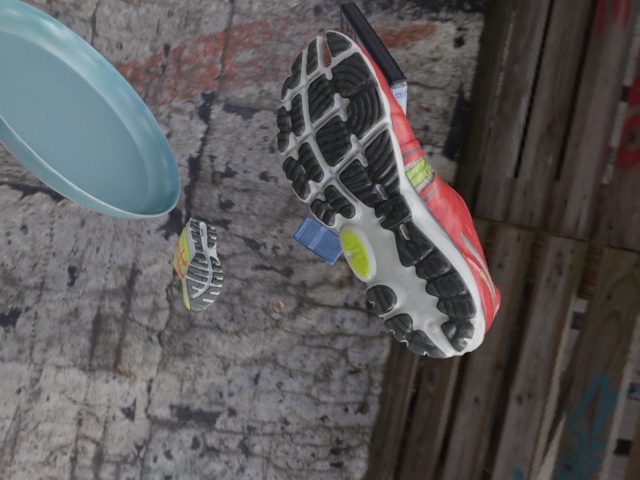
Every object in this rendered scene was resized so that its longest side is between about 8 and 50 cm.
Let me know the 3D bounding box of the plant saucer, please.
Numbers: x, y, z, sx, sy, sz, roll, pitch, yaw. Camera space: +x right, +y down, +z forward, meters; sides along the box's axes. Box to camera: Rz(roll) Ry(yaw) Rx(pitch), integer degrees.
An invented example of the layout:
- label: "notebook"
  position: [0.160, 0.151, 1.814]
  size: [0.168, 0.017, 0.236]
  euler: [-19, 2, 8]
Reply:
- label: "plant saucer"
  position: [-0.293, -0.147, 0.868]
  size: [0.044, 0.317, 0.317]
  euler: [-36, 106, 17]

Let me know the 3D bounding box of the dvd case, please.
- label: "dvd case"
  position: [0.063, -0.145, 0.933]
  size: [0.022, 0.180, 0.253]
  euler: [-14, 138, -9]

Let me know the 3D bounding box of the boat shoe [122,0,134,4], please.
- label: "boat shoe"
  position: [-0.282, -0.291, 0.737]
  size: [0.207, 0.073, 0.073]
  euler: [13, 111, -11]

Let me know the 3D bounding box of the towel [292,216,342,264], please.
- label: "towel"
  position: [0.000, 0.000, 1.728]
  size: [0.119, 0.029, 0.067]
  euler: [34, 80, 12]

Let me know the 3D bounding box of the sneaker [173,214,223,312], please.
- label: "sneaker"
  position: [-0.251, 0.057, 1.474]
  size: [0.081, 0.094, 0.208]
  euler: [23, 47, -34]

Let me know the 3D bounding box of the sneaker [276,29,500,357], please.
- label: "sneaker"
  position: [0.059, -0.038, 0.610]
  size: [0.107, 0.118, 0.279]
  euler: [-28, 84, 33]
